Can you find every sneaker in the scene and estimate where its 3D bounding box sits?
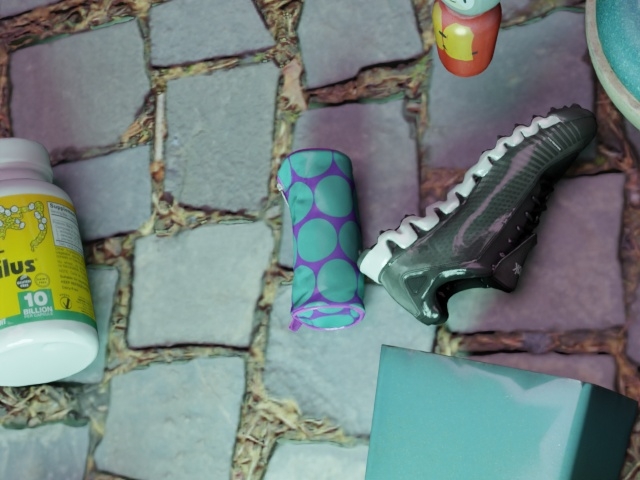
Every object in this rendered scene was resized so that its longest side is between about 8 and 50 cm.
[{"bbox_3d":[0.150,-0.013,1.433,0.234,0.078,0.106,-38,69,6],"label":"sneaker"}]

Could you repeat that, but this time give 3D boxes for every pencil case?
[{"bbox_3d":[0.000,0.000,1.490,0.070,0.064,0.151,-11,69,17],"label":"pencil case"}]

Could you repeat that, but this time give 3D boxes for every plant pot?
[{"bbox_3d":[0.127,0.216,1.315,0.166,0.165,0.234,8,84,24],"label":"plant pot"}]

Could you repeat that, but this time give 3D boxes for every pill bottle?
[{"bbox_3d":[-0.274,0.017,1.563,0.117,0.117,0.208,-20,66,14],"label":"pill bottle"}]

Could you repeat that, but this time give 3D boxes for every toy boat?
[{"bbox_3d":[0.243,-0.189,1.367,0.318,0.148,0.267,-1,60,3],"label":"toy boat"}]
